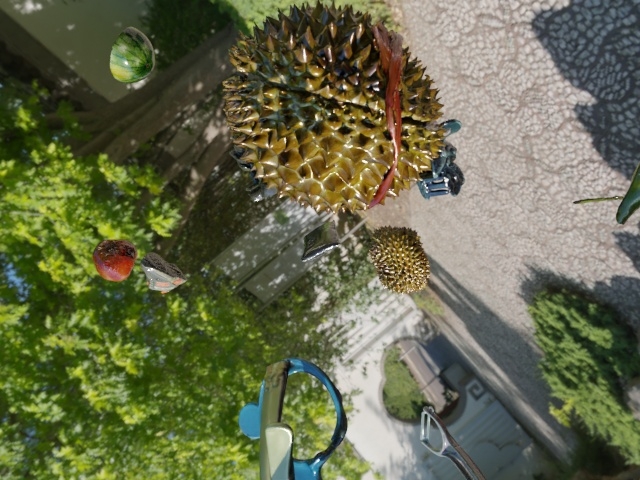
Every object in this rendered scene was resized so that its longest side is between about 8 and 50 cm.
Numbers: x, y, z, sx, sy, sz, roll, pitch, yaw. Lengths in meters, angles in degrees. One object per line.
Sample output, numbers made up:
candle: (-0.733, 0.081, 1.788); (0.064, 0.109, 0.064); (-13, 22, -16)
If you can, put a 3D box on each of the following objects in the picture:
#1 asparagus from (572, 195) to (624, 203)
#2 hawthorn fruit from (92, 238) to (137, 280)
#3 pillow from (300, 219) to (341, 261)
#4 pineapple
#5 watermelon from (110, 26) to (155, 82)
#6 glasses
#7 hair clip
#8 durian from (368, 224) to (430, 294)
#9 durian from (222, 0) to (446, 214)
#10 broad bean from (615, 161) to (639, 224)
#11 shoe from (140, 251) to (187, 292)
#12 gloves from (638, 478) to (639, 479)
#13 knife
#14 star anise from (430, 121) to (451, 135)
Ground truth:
asparagus: (0.756, -0.110, 1.228); (0.013, 0.166, 0.016); (125, 136, -73)
hawthorn fruit: (-0.413, 0.042, 0.913); (0.093, 0.093, 0.093); (50, 179, 1)
pillow: (0.000, 0.000, 1.513); (0.055, 0.141, 0.208); (60, -169, -20)
pineapple: (-0.138, -0.230, 1.101); (0.141, 0.170, 0.309); (117, 143, -55)
watermelon: (-0.358, -0.352, 0.877); (0.062, 0.105, 0.105); (25, 179, -1)
glasses: (0.004, 0.215, 0.369); (0.207, 0.102, 0.239); (121, 130, -71)
hair clip: (0.327, -0.251, 1.366); (0.310, 0.195, 0.206); (22, -112, -60)
durian: (0.179, 0.043, 1.014); (0.168, 0.137, 0.158); (59, -155, 9)
durian: (0.026, -0.213, 0.782); (0.385, 0.347, 0.347); (25, 177, 4)
broad bean: (0.783, -0.189, 1.037); (0.077, 0.338, 0.061); (15, -164, -10)
shoe: (-0.401, 0.090, 1.119); (0.074, 0.077, 0.194); (48, 175, 14)
gloves: (0.714, 0.457, 0.858); (0.154, 0.331, 0.141); (39, -165, -42)
knife: (0.300, 0.472, 0.946); (0.278, 0.053, 0.123); (-135, 34, -61)
star anise: (0.181, -0.306, 0.982); (0.262, 0.081, 0.230); (40, -156, -30)
